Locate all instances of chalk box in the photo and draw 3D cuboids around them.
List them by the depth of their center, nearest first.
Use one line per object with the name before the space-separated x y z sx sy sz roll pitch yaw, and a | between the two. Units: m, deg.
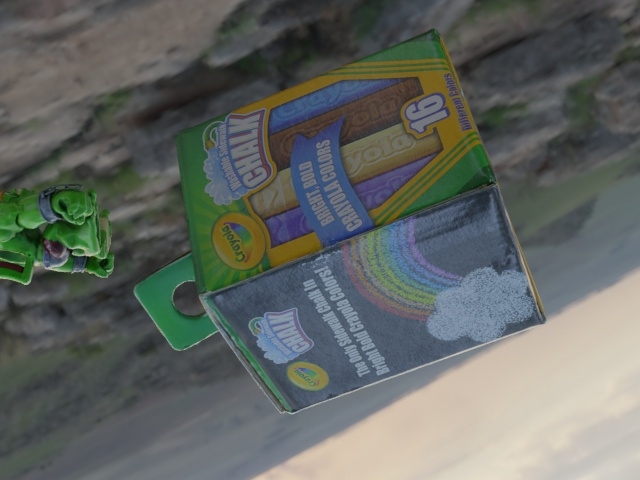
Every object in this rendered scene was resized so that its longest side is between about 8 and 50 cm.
chalk box | 0.000 0.000 0.746 0.213 0.132 0.132 -20 138 8

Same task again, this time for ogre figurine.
ogre figurine | -0.274 -0.005 1.295 0.118 0.097 0.197 -2 -179 -3
